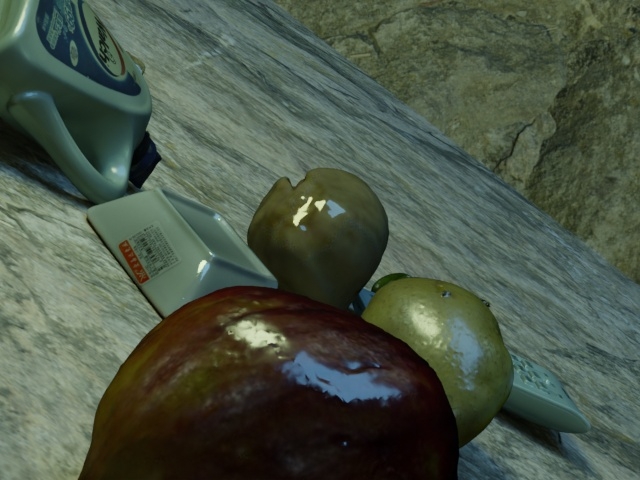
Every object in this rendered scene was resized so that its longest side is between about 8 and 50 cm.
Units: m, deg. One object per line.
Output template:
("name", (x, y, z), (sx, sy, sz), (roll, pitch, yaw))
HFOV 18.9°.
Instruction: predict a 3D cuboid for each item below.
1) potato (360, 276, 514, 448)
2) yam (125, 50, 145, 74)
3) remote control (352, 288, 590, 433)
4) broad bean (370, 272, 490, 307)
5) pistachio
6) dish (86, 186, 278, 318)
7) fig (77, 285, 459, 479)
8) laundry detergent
("potato", (0.106, 0.122, 1.821), (0.157, 0.157, 0.194), (31, 27, -21))
("yam", (-0.350, -0.249, 2.086), (0.357, 0.081, 0.081), (31, 14, -19))
("remote control", (0.163, 0.136, 2.091), (0.293, 0.051, 0.103), (27, 15, -22))
("broad bean", (0.120, 0.070, 2.210), (0.053, 0.052, 0.256), (1, -6, 30))
("pistachio", (0.000, 0.000, 1.981), (0.138, 0.153, 0.238), (-3, 6, 9))
("dish", (-0.100, 0.032, 1.746), (0.154, 0.064, 0.234), (24, 19, -45))
("fig", (-0.028, 0.136, 1.241), (0.263, 0.224, 0.224), (19, 21, -51))
("laundry detergent", (-0.240, -0.138, 1.852), (0.280, 0.105, 0.215), (54, 18, -38))
